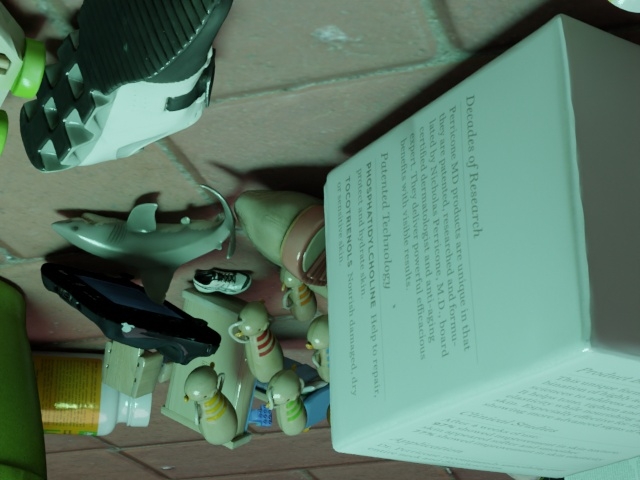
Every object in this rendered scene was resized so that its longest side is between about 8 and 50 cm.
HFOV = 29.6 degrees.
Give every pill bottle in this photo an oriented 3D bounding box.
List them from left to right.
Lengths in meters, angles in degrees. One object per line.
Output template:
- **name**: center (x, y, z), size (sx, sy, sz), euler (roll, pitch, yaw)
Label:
- **pill bottle**: center (-0.407, 0.254, 2.007), size (0.245, 0.136, 0.136), euler (4, 155, -12)

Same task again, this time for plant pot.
- **plant pot**: center (-0.548, 0.236, 1.697), size (0.366, 0.353, 0.366), euler (-1, 157, 0)

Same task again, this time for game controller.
- **game controller**: center (-0.254, 0.085, 1.573), size (0.166, 0.067, 0.319), euler (26, 177, -31)

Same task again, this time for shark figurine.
- **shark figurine**: center (-0.181, 0.019, 1.494), size (0.278, 0.116, 0.166), euler (-5, 161, 33)

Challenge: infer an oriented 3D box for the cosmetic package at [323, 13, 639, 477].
- **cosmetic package**: center (0.244, 0.038, 1.245), size (0.329, 0.327, 0.393), euler (14, 153, -30)

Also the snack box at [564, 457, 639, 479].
- **snack box**: center (0.422, 0.195, 1.686), size (0.187, 0.322, 0.060), euler (-11, 157, 21)

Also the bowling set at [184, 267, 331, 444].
- **bowling set**: center (-0.025, 0.158, 1.583), size (0.199, 0.287, 0.154), euler (19, 149, 22)

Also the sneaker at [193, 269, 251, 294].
- **sneaker**: center (-0.140, 0.057, 1.707), size (0.083, 0.032, 0.037), euler (-6, 156, 8)

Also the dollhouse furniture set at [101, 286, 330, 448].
- **dollhouse furniture set**: center (-0.120, 0.150, 1.871), size (0.286, 0.198, 0.303), euler (22, -162, 28)

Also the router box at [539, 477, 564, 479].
- **router box**: center (0.511, 0.330, 2.094), size (0.308, 0.243, 0.081), euler (5, 155, -13)

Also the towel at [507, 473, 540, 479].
- **towel**: center (0.229, 0.250, 1.915), size (0.317, 0.053, 0.332), euler (34, 163, 17)

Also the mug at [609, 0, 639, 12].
- **mug**: center (0.269, -0.239, 1.032), size (0.078, 0.062, 0.064), euler (-1, 149, -16)

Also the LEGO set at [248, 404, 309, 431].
- **LEGO set**: center (-0.054, 0.294, 2.178), size (0.227, 0.087, 0.093), euler (12, 153, -30)

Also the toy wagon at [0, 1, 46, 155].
- **toy wagon**: center (-0.430, -0.143, 1.156), size (0.267, 0.068, 0.344), euler (12, 146, -27)

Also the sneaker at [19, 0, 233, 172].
- **sneaker**: center (-0.150, -0.171, 1.123), size (0.146, 0.122, 0.330), euler (-5, 162, -39)

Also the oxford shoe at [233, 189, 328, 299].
- **oxford shoe**: center (0.000, 0.000, 1.534), size (0.130, 0.123, 0.348), euler (31, 176, 22)
